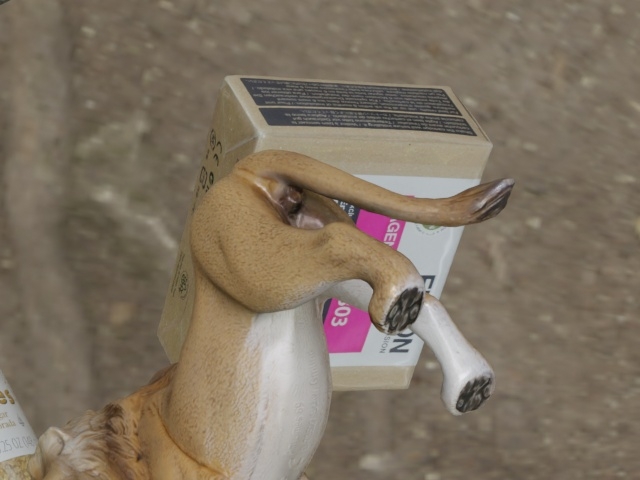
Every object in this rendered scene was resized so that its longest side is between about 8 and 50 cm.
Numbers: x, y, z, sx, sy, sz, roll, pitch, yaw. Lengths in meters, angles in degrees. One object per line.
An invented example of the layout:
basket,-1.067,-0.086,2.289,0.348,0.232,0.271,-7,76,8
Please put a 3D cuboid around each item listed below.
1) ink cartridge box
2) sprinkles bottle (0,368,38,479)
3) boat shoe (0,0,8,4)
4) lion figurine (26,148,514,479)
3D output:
ink cartridge box,0.000,0.000,1.432,0.088,0.193,0.235,-122,40,-49
sprinkles bottle,-0.305,0.122,1.502,0.121,0.121,0.355,-37,74,21
boat shoe,-0.319,-0.271,1.364,0.156,0.187,0.500,-31,32,-5
lion figurine,-0.039,0.076,1.075,0.240,0.142,0.392,43,120,36
